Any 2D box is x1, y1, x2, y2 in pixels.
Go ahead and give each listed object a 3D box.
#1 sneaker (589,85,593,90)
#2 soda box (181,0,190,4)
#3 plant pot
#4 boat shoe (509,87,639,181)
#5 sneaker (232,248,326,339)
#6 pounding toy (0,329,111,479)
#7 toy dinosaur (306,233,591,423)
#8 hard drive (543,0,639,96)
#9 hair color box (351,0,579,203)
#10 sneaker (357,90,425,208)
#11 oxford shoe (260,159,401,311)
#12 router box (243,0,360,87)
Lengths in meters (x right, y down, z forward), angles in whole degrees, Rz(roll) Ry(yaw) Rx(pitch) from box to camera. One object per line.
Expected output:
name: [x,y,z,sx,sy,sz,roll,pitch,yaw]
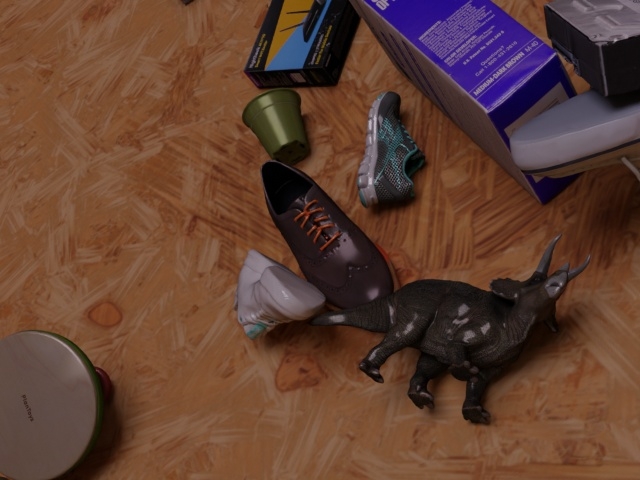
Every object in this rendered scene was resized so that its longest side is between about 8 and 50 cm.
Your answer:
sneaker: [0.365,-0.237,1.540,0.086,0.085,0.237,14,54,1]
soda box: [-0.228,-0.492,2.080,0.092,0.083,0.263,-32,47,8]
plant pot: [-0.051,-0.143,1.728,0.083,0.083,0.079,-30,59,10]
boat shoe: [0.382,-0.098,1.361,0.367,0.156,0.136,-19,17,-6]
sneaker: [-0.058,0.078,1.543,0.094,0.080,0.212,-61,16,1]
pounding toy: [-0.330,0.228,1.630,0.183,0.110,0.237,3,89,21]
toy dinosaur: [0.138,0.098,1.426,0.313,0.121,0.160,-3,43,38]
hard drive: [0.422,-0.238,1.363,0.339,0.064,0.237,-13,20,2]
hair color box: [0.174,-0.211,1.556,0.110,0.185,0.339,-41,47,-1]
sneaker: [0.094,-0.111,1.630,0.076,0.065,0.166,2,61,14]
oxford shoe: [0.000,0.000,1.570,0.097,0.098,0.271,-42,46,-1]
router box: [-0.017,-0.295,1.830,0.133,0.046,0.179,1,59,33]
